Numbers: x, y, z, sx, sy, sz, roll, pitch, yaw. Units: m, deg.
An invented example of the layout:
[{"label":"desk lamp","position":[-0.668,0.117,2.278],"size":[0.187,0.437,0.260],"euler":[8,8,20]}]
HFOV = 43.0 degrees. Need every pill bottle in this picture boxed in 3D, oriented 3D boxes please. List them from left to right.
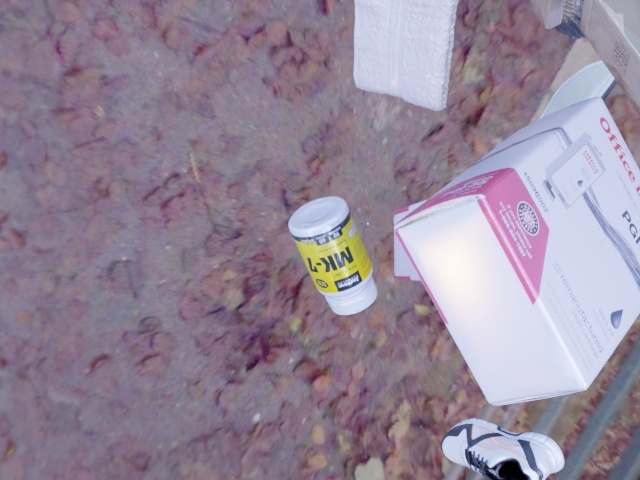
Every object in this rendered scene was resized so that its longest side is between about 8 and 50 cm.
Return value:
[{"label":"pill bottle","position":[0.029,0.032,1.548],"size":[0.119,0.119,0.209],"euler":[-23,118,4]}]

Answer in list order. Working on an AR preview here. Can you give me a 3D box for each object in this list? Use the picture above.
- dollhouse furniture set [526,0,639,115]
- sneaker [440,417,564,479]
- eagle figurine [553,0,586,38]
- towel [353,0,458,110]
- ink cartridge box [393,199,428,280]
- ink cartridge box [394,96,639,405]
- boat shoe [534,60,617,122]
[{"label":"dollhouse furniture set","position":[0.206,-0.163,0.473],"size":[0.129,0.129,0.184],"euler":[-24,66,2]},{"label":"sneaker","position":[0.134,0.169,0.640],"size":[0.043,0.109,0.040],"euler":[-27,103,-39]},{"label":"eagle figurine","position":[0.427,-0.554,1.554],"size":[0.226,0.225,0.299],"euler":[6,71,-14]},{"label":"towel","position":[0.147,-0.371,1.417],"size":[0.187,0.049,0.282],"euler":[23,133,27]},{"label":"ink cartridge box","position":[0.290,0.001,1.329],"size":[0.306,0.226,0.131],"euler":[-2,87,-8]},{"label":"ink cartridge box","position":[0.232,0.000,0.828],"size":[0.117,0.283,0.207],"euler":[-24,99,47]},{"label":"boat shoe","position":[0.474,-0.236,1.528],"size":[0.233,0.079,0.084],"euler":[-53,46,23]}]
